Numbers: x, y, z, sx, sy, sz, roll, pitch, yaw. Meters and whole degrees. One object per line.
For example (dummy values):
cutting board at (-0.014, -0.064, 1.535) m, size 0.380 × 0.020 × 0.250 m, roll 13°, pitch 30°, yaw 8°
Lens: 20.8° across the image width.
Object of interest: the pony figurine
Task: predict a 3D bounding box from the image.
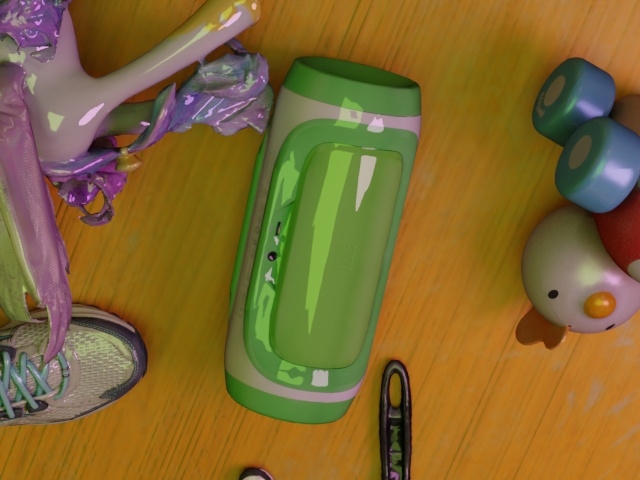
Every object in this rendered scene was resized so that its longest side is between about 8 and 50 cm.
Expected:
pony figurine at (-0.220, -0.108, 1.387) m, size 0.363 × 0.303 × 0.351 m, roll -27°, pitch 100°, yaw -18°

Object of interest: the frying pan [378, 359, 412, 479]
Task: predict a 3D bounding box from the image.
frying pan at (0.094, 0.290, 1.597) m, size 0.197 × 0.053 × 0.326 m, roll 21°, pitch 106°, yaw -6°

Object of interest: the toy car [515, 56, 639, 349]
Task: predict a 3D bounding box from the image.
toy car at (0.245, 0.013, 1.459) m, size 0.219 × 0.210 × 0.238 m, roll 26°, pitch 116°, yaw -18°

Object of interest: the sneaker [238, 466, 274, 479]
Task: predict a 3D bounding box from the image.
sneaker at (-0.054, 0.260, 1.589) m, size 0.040 × 0.044 × 0.109 m, roll -8°, pitch 102°, yaw 4°

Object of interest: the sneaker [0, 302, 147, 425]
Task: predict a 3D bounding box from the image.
sneaker at (-0.291, 0.131, 1.514) m, size 0.283 × 0.122 × 0.110 m, roll -9°, pitch 104°, yaw 2°

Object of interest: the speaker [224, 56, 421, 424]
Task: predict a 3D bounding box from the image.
speaker at (0.000, 0.000, 1.481) m, size 0.131 × 0.131 × 0.296 m, roll 12°, pitch 104°, yaw -3°
